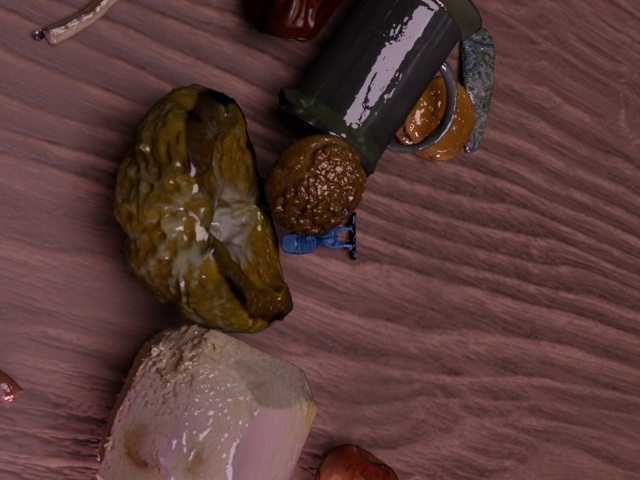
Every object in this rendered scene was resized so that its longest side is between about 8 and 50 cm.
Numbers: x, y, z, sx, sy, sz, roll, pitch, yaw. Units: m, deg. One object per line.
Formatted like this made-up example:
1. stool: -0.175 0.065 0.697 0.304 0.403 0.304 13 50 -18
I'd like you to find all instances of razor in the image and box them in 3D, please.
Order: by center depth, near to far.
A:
1. razor: 0.000 0.000 1.757 0.253 0.042 0.082 -9 99 -68

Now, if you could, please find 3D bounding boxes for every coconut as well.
1. coconut: -0.176 0.294 1.583 0.297 0.297 0.309 29 72 -28

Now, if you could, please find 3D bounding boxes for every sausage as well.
1. sausage: -0.481 0.156 1.543 0.047 0.040 0.176 -41 111 -29

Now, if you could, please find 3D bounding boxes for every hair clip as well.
1. hair clip: 0.278 -0.270 1.971 0.066 0.036 0.229 3 90 -24

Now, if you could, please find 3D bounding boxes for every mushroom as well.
1. mushroom: -0.332 -0.341 1.606 0.187 0.061 0.060 -44 117 -17

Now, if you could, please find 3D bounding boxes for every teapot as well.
1. teapot: 0.100 -0.247 1.760 0.270 0.200 0.337 38 84 -27

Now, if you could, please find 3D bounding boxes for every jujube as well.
1. jujube: -0.030 -0.455 1.703 0.197 0.197 0.290 8 102 -30

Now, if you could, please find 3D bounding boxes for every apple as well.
1. apple: 0.057 0.410 1.806 0.146 0.146 0.131 26 97 -28

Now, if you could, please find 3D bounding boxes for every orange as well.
1. orange: -0.186 -0.034 1.595 0.210 0.271 0.368 -11 98 12

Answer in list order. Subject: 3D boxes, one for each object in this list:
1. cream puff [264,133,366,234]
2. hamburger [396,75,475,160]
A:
1. cream puff: -0.006 -0.075 1.623 0.150 0.115 0.165 -4 136 -24
2. hamburger: 0.196 -0.214 1.900 0.147 0.083 0.138 39 69 -28
